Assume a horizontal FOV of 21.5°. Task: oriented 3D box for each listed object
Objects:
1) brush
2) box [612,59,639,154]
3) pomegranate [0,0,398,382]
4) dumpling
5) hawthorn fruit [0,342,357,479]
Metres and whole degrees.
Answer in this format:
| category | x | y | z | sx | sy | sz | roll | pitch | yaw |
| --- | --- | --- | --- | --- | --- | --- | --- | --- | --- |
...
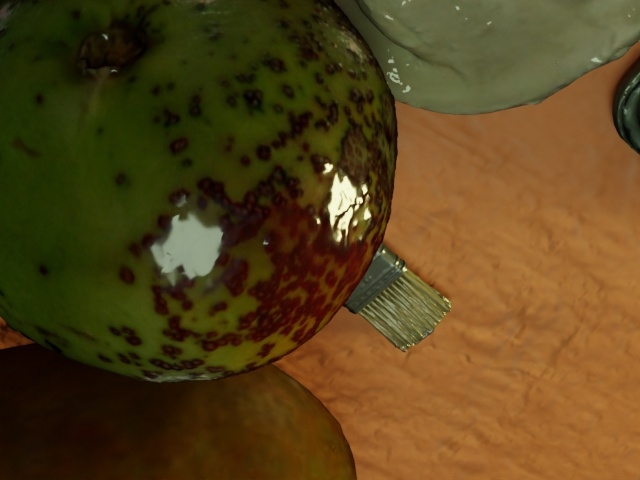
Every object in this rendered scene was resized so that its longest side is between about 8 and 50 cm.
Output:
| category | x | y | z | sx | sy | sz | roll | pitch | yaw |
| --- | --- | --- | --- | --- | --- | --- | --- | --- | --- |
| brush | 0.000 | 0.000 | 0.903 | 0.170 | 0.014 | 0.043 | 39 | 111 | -24 |
| box | 0.271 | -0.073 | 0.798 | 0.163 | 0.135 | 0.243 | 31 | 116 | -21 |
| pomegranate | -0.056 | -0.020 | 0.788 | 0.214 | 0.214 | 0.248 | -22 | 145 | 11 |
| dumpling | 0.081 | -0.129 | 0.775 | 0.176 | 0.092 | 0.150 | -5 | 123 | 4 |
| hawthorn fruit | -0.125 | 0.172 | 0.862 | 0.300 | 0.268 | 0.268 | 4 | 123 | 0 |
